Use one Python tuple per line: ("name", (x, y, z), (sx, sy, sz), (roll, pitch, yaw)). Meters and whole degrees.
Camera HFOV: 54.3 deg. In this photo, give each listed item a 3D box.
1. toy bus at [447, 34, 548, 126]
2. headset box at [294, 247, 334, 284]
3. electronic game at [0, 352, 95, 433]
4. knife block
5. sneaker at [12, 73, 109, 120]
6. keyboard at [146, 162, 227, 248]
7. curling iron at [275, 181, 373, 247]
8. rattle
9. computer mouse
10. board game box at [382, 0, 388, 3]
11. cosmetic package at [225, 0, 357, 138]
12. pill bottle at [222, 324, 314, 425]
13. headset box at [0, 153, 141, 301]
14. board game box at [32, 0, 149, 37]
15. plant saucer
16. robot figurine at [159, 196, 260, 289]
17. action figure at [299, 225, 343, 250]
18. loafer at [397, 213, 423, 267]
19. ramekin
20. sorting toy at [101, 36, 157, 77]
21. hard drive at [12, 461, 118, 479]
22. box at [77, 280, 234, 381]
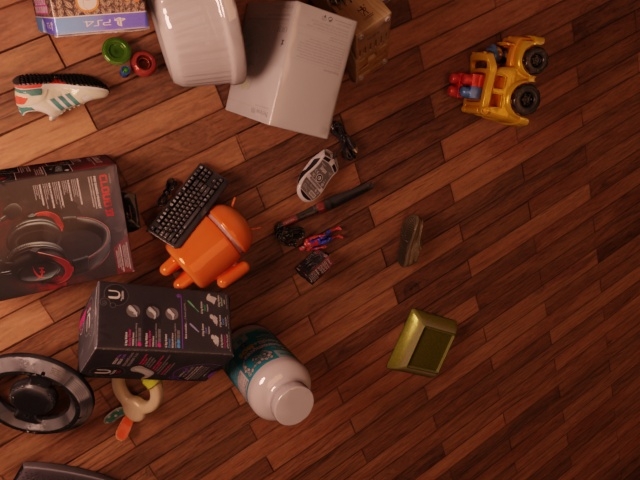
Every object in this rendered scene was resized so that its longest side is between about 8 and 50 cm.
("toy bus", (0.425, -0.406, 1.542), (0.211, 0.149, 0.220), (6, 103, -15))
("headset box", (-0.011, 0.059, 1.490), (0.083, 0.062, 0.032), (-43, 124, -9))
("electronic game", (-0.559, 0.302, 1.218), (0.229, 0.048, 0.229), (0, 126, 0))
("knife block", (0.039, -0.487, 1.275), (0.088, 0.242, 0.275), (-34, 166, -5))
("sneaker", (-0.466, -0.256, 1.126), (0.161, 0.057, 0.075), (-7, 127, -29))
("keyboard", (-0.281, -0.079, 1.267), (0.180, 0.108, 0.023), (-56, 170, -19))
("curling iron", (0.009, -0.069, 1.473), (0.274, 0.035, 0.068), (-33, 125, -16))
("rattle", (-0.393, 0.329, 1.388), (0.130, 0.143, 0.199), (16, 118, -1))
("computer mouse", (0.004, -0.173, 1.430), (0.193, 0.042, 0.106), (-51, 129, -12))
("board game box", (0.158, -0.646, 1.344), (0.347, 0.056, 0.208), (-35, 117, -15))
("cosmetic package", (-0.066, -0.335, 1.217), (0.138, 0.224, 0.224), (5, 104, -32))
("pill bottle", (-0.115, 0.304, 1.397), (0.146, 0.264, 0.146), (-11, 113, -27))
("headset box", (-0.486, -0.031, 1.153), (0.293, 0.110, 0.218), (-13, 113, -26))
("board game box", (-0.387, -0.477, 0.976), (0.141, 0.232, 0.291), (-14, 115, -25))
("plant saucer", (0.302, 0.303, 1.771), (0.188, 0.045, 0.188), (19, 98, -34))
("robot figurine", (-0.232, 0.013, 1.307), (0.219, 0.158, 0.128), (-42, 150, -11))
("action figure", (0.000, 0.000, 1.498), (0.115, 0.030, 0.038), (-22, 122, -20))
("loafer", (0.239, 0.000, 1.622), (0.050, 0.056, 0.148), (-2, 119, -30))
("ramekin", (-0.227, -0.394, 1.090), (0.127, 0.273, 0.273), (-18, 116, -10))
("sorting toy", (-0.360, -0.333, 1.165), (0.102, 0.042, 0.061), (21, 81, -22))
("hard drive", (-0.563, 0.573, 1.362), (0.255, 0.054, 0.172), (30, 92, -34))
("box", (-0.332, 0.188, 1.257), (0.270, 0.143, 0.165), (9, 146, -30))
